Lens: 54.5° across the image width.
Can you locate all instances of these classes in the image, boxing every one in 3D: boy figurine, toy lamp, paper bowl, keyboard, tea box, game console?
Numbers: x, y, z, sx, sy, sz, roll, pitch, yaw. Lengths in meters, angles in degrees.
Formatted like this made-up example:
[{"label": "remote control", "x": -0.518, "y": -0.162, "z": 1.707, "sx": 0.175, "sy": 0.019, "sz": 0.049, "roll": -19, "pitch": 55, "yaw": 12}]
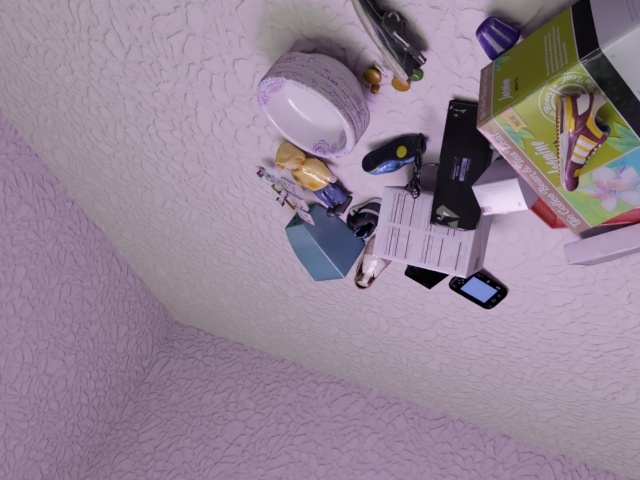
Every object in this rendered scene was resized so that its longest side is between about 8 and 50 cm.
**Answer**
[{"label": "boy figurine", "x": -0.022, "y": -0.192, "z": 1.923, "sx": 0.285, "sy": 0.092, "sz": 0.177, "roll": 42, "pitch": 156, "yaw": -29}, {"label": "toy lamp", "x": 0.428, "y": -0.350, "z": 1.274, "sx": 0.274, "sy": 0.080, "sz": 0.080, "roll": 38, "pitch": 151, "yaw": -18}, {"label": "paper bowl", "x": -0.006, "y": -0.350, "z": 1.556, "sx": 0.284, "sy": 0.148, "sz": 0.284, "roll": 29, "pitch": 158, "yaw": 13}, {"label": "keyboard", "x": 0.313, "y": -0.183, "z": 1.522, "sx": 0.201, "sy": 0.033, "sz": 0.317, "roll": 13, "pitch": 111, "yaw": 17}, {"label": "tea box", "x": 0.517, "y": -0.241, "z": 1.143, "sx": 0.329, "sy": 0.220, "sz": 0.323, "roll": 40, "pitch": 132, "yaw": -21}, {"label": "game console", "x": 0.460, "y": 0.112, "z": 1.993, "sx": 0.361, "sy": 0.044, "sz": 0.213, "roll": 29, "pitch": 129, "yaw": -22}]

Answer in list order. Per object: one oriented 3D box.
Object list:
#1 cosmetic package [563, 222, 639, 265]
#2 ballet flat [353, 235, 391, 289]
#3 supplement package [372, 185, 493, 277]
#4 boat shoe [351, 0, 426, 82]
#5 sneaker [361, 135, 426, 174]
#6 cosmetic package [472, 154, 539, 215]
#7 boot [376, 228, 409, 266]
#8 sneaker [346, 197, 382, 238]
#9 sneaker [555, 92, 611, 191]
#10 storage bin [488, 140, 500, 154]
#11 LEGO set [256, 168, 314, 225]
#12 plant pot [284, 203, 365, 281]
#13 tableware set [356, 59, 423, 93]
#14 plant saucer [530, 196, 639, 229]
[{"label": "cosmetic package", "x": 0.750, "y": 0.011, "z": 1.579, "sx": 0.098, "sy": 0.061, "sz": 0.239, "roll": 2, "pitch": 165, "yaw": -31}, {"label": "ballet flat", "x": 0.184, "y": 0.095, "z": 2.206, "sx": 0.107, "sy": 0.106, "sz": 0.316, "roll": 25, "pitch": 152, "yaw": 6}, {"label": "supplement package", "x": 0.312, "y": -0.032, "z": 1.700, "sx": 0.262, "sy": 0.198, "sz": 0.199, "roll": 13, "pitch": -169, "yaw": 25}, {"label": "boat shoe", "x": 0.144, "y": -0.462, "z": 1.357, "sx": 0.233, "sy": 0.079, "sz": 0.084, "roll": 50, "pitch": -171, "yaw": -19}, {"label": "sneaker", "x": 0.212, "y": -0.230, "z": 1.697, "sx": 0.209, "sy": 0.069, "sz": 0.082, "roll": -17, "pitch": 162, "yaw": 42}, {"label": "cosmetic package", "x": 0.452, "y": -0.153, "z": 1.406, "sx": 0.117, "sy": 0.231, "sz": 0.086, "roll": -8, "pitch": 116, "yaw": 46}, {"label": "boot", "x": 0.265, "y": 0.009, "z": 2.038, "sx": 0.161, "sy": 0.083, "sz": 0.247, "roll": 22, "pitch": 145, "yaw": 21}, {"label": "sneaker", "x": 0.123, "y": -0.051, "z": 1.997, "sx": 0.079, "sy": 0.121, "sz": 0.217, "roll": 34, "pitch": 152, "yaw": -11}, {"label": "sneaker", "x": 0.441, "y": -0.158, "z": 1.041, "sx": 0.083, "sy": 0.070, "sz": 0.185, "roll": -3, "pitch": 134, "yaw": 21}, {"label": "storage bin", "x": 0.424, "y": -0.253, "z": 1.375, "sx": 0.098, "sy": 0.091, "sz": 0.135, "roll": 32, "pitch": 126, "yaw": -7}, {"label": "LEGO set", "x": -0.111, "y": -0.164, "z": 2.035, "sx": 0.244, "sy": 0.060, "sz": 0.182, "roll": 30, "pitch": 156, "yaw": 44}, {"label": "plant pot", "x": 0.000, "y": 0.000, "z": 2.157, "sx": 0.165, "sy": 0.166, "sz": 0.234, "roll": -11, "pitch": 127, "yaw": 50}, {"label": "tableware set", "x": 0.168, "y": -0.394, "z": 1.491, "sx": 0.104, "sy": 0.024, "sz": 0.154, "roll": 38, "pitch": 150, "yaw": -25}, {"label": "plant saucer", "x": 0.623, "y": -0.108, "z": 1.490, "sx": 0.258, "sy": 0.048, "sz": 0.259, "roll": -6, "pitch": 152, "yaw": 46}]
